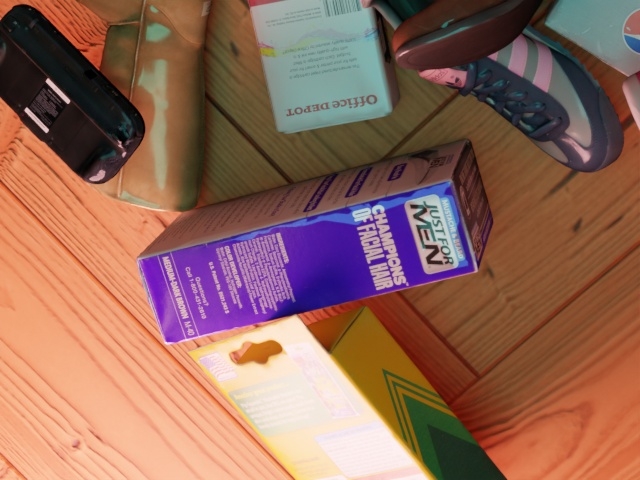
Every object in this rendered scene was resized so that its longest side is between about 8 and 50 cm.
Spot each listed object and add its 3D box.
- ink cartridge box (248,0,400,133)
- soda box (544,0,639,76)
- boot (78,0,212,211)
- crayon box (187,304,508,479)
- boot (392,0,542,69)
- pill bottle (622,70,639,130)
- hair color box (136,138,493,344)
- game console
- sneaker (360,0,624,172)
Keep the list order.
[{"bbox_3d":[0.003,-0.211,1.737,0.127,0.072,0.175,-9,105,13],"label":"ink cartridge box"},{"bbox_3d":[0.368,-0.187,1.666,0.286,0.091,0.098,32,107,0],"label":"soda box"},{"bbox_3d":[-0.229,-0.181,1.784,0.236,0.089,0.269,15,112,12],"label":"boot"},{"bbox_3d":[0.033,0.193,1.778,0.203,0.083,0.323,-21,114,49],"label":"crayon box"},{"bbox_3d":[0.129,-0.327,1.595,0.264,0.096,0.280,-32,75,3],"label":"boot"},{"bbox_3d":[0.438,-0.140,1.535,0.283,0.160,0.160,-26,100,13],"label":"pill bottle"},{"bbox_3d":[0.000,0.000,1.742,0.339,0.185,0.110,-15,103,15],"label":"hair color box"},{"bbox_3d":[-0.339,-0.199,1.766,0.361,0.044,0.213,45,126,7],"label":"game console"},{"bbox_3d":[0.164,-0.169,1.676,0.319,0.131,0.112,45,142,-1],"label":"sneaker"}]
